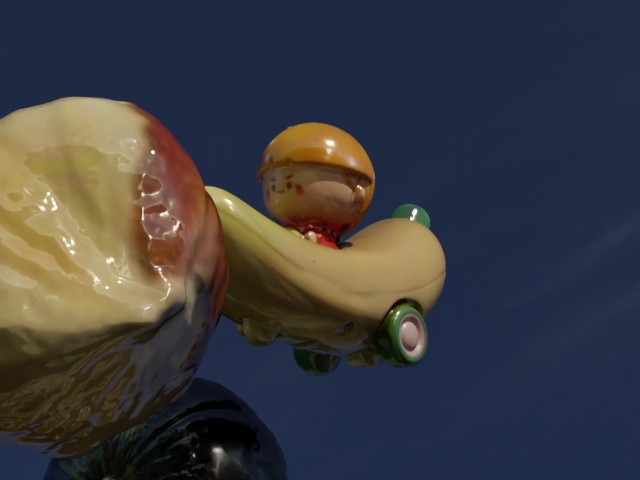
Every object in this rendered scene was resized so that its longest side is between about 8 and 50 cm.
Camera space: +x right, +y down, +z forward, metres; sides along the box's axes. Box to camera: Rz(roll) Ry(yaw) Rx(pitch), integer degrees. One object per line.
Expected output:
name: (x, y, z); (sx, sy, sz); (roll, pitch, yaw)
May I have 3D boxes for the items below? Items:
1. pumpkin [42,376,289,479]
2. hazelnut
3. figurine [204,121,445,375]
pumpkin: (-0.130, 0.256, 1.217); (0.248, 0.248, 0.248); (0, -68, -1)
hazelnut: (-0.176, 0.031, 0.894); (0.261, 0.241, 0.261); (-20, -58, -36)
figurine: (0.000, 0.000, 1.160); (0.124, 0.222, 0.325); (-7, -19, 40)
